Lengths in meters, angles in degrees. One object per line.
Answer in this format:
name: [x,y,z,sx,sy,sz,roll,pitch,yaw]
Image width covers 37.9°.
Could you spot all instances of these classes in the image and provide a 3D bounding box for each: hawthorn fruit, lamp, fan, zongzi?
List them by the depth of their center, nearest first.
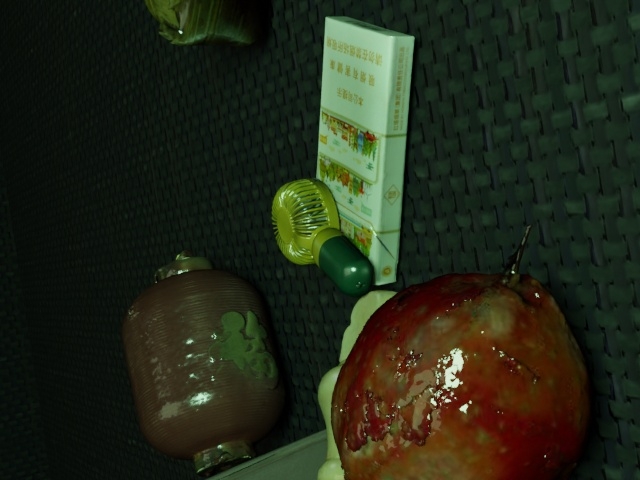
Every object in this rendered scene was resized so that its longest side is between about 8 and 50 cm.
hawthorn fruit: [0.099,0.093,0.641,0.181,0.181,0.235,48,136,44]
fan: [0.000,0.000,0.857,0.155,0.039,0.082,45,138,49]
zongzi: [-0.134,-0.376,0.982,0.288,0.134,0.286,55,136,51]
lamp: [-0.130,0.138,1.063,0.180,0.180,0.258,-50,48,53]

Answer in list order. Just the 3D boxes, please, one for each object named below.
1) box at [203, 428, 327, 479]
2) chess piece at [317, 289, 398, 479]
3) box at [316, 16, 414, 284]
box: [-0.058,0.289,0.895,0.188,0.252,0.153,-43,66,57]
chess piece: [0.032,0.226,0.747,0.117,0.117,0.397,-39,35,57]
box: [0.035,-0.083,0.844,0.122,0.032,0.220,35,128,55]
